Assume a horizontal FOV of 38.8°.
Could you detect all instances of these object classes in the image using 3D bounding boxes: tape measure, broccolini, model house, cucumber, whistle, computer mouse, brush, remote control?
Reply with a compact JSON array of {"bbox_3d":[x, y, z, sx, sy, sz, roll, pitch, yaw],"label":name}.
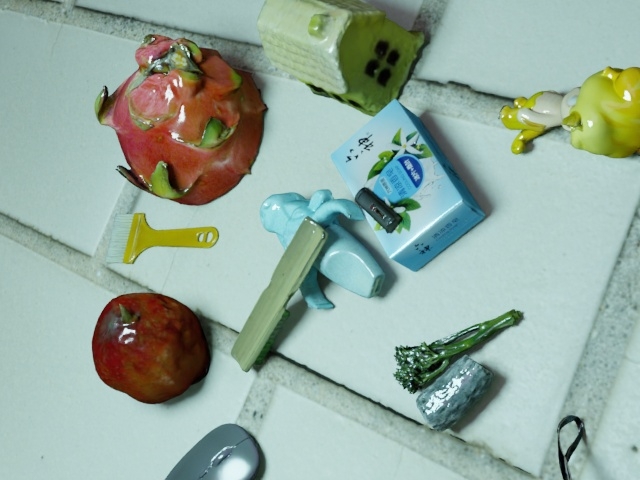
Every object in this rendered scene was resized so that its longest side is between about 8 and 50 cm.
[{"bbox_3d":[0.346,0.281,1.099,0.107,0.104,0.180,-29,59,27],"label":"tape measure"},{"bbox_3d":[0.189,0.143,1.291,0.201,0.058,0.074,-36,63,19],"label":"broccolini"},{"bbox_3d":[0.023,-0.331,1.477,0.193,0.234,0.175,31,91,36],"label":"model house"},{"bbox_3d":[0.188,0.209,1.261,0.112,0.064,0.064,-46,53,11],"label":"cucumber"},{"bbox_3d":[0.000,0.000,1.458,0.274,0.093,0.186,39,123,36],"label":"whistle"},{"bbox_3d":[-0.190,0.397,1.451,0.232,0.057,0.120,-48,53,10],"label":"computer mouse"},{"bbox_3d":[-0.062,0.089,1.445,0.054,0.048,0.282,43,117,30],"label":"brush"},{"bbox_3d":[0.083,-0.048,1.363,0.091,0.016,0.034,45,107,39],"label":"remote control"},{"bbox_3d":[-0.299,-0.005,1.711,0.272,0.013,0.103,-1,72,34],"label":"brush"}]

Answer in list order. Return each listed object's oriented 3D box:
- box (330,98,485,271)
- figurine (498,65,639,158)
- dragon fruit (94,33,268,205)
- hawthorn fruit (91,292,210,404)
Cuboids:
[{"bbox_3d":[0.130,-0.086,1.405,0.142,0.083,0.232,-40,56,18],"label":"box"},{"bbox_3d":[0.368,-0.175,1.262,0.156,0.131,0.246,-34,26,-30],"label":"figurine"},{"bbox_3d":[-0.268,-0.227,1.644,0.305,0.226,0.305,-11,68,29],"label":"dragon fruit"},{"bbox_3d":[-0.287,0.169,1.510,0.189,0.251,0.189,-2,66,5],"label":"hawthorn fruit"}]
